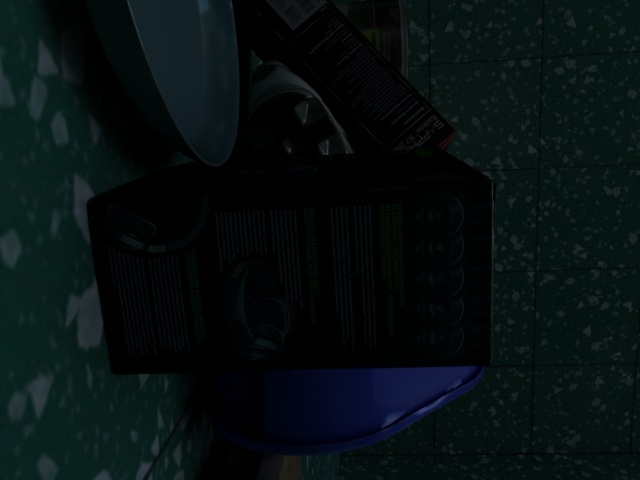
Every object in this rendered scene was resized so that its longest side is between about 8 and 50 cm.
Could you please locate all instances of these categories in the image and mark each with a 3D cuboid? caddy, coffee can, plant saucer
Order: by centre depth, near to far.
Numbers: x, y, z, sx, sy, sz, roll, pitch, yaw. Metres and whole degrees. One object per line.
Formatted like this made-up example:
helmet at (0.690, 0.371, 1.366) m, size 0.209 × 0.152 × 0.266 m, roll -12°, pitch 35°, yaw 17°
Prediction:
plant saucer at (-0.124, -0.216, 0.447) m, size 0.317 × 0.044 × 0.317 m, roll -6°, pitch 90°, yaw -84°
caddy at (0.033, 0.125, 0.642) m, size 0.241 × 0.342 × 0.179 m, roll 6°, pitch -75°, yaw 51°
coffee can at (0.038, -0.394, 1.170) m, size 0.201 × 0.276 × 0.201 m, roll -3°, pitch 90°, yaw -85°

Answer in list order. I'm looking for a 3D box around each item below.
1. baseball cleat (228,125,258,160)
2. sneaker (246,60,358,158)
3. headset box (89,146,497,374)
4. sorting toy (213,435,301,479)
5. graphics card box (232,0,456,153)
baseball cleat at (-0.099, -0.080, 0.708) m, size 0.205 × 0.072 × 0.109 m, roll -103°, pitch 180°, yaw -57°
sneaker at (0.003, -0.095, 0.740) m, size 0.146 × 0.123 × 0.330 m, roll -106°, pitch 173°, yaw -46°
headset box at (0.000, 0.000, 0.479) m, size 0.246 × 0.283 × 0.131 m, roll -72°, pitch 159°, yaw -75°
sorting toy at (-0.075, 0.350, 0.582) m, size 0.257 × 0.090 × 0.255 m, roll -74°, pitch 162°, yaw -76°
graphics card box at (0.024, -0.223, 0.794) m, size 0.371 × 0.094 × 0.233 m, roll 47°, pitch 1°, yaw 8°
